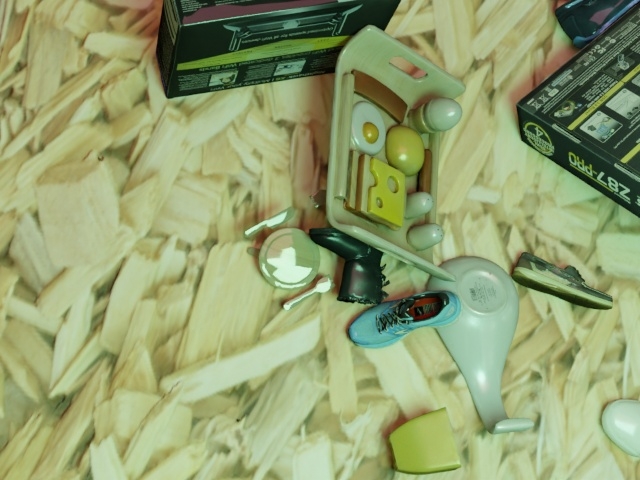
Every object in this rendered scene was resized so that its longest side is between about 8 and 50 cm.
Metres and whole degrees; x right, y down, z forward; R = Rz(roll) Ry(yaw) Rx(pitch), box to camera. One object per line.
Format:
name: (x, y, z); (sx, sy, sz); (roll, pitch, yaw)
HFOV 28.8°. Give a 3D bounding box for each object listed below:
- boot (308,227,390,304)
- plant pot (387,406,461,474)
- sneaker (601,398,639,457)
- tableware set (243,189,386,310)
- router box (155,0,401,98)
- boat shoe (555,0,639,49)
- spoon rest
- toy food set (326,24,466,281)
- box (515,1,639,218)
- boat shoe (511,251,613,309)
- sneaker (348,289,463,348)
boot: (0.038, 0.036, 1.714); (0.121, 0.045, 0.099); (8, 85, -20)
plant pot: (0.135, 0.276, 1.677); (0.083, 0.081, 0.081); (-12, 77, -4)
sneaker: (0.499, 0.280, 1.738); (0.212, 0.094, 0.080); (28, 72, -2)
tableware set: (0.000, 0.000, 1.750); (0.194, 0.039, 0.128); (-29, 97, -12)
router box: (-0.063, -0.298, 1.719); (0.309, 0.243, 0.081); (-11, 76, -15)
boat shoe: (0.473, -0.404, 1.932); (0.258, 0.109, 0.089); (-39, 81, -21)
spoon rest: (0.227, 0.146, 1.743); (0.137, 0.084, 0.276); (-2, 61, -13)
toy food set: (0.120, -0.116, 1.718); (0.220, 0.092, 0.306); (24, 61, -41)
box: (0.533, -0.214, 1.803); (0.395, 0.097, 0.318); (-40, 51, -16)
boat shoe: (0.353, 0.058, 1.795); (0.152, 0.056, 0.049); (20, 76, -5)
sneaker: (0.110, 0.099, 1.706); (0.162, 0.073, 0.063); (-21, 71, 12)
